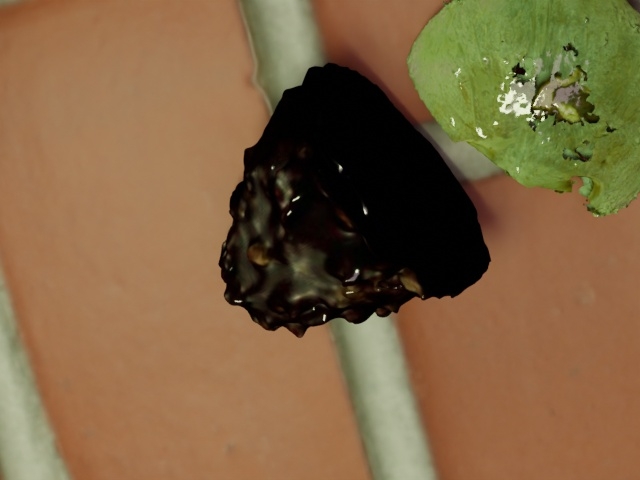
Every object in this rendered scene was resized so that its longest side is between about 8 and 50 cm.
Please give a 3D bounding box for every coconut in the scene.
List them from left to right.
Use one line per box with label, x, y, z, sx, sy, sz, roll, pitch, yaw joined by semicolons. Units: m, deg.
coconut;0.130;-0.089;1.032;0.158;0.055;0.133;18;101;-6

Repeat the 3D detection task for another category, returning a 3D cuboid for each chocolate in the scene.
chocolate;0.000;0.000;1.015;0.133;0.156;0.156;-40;100;23
